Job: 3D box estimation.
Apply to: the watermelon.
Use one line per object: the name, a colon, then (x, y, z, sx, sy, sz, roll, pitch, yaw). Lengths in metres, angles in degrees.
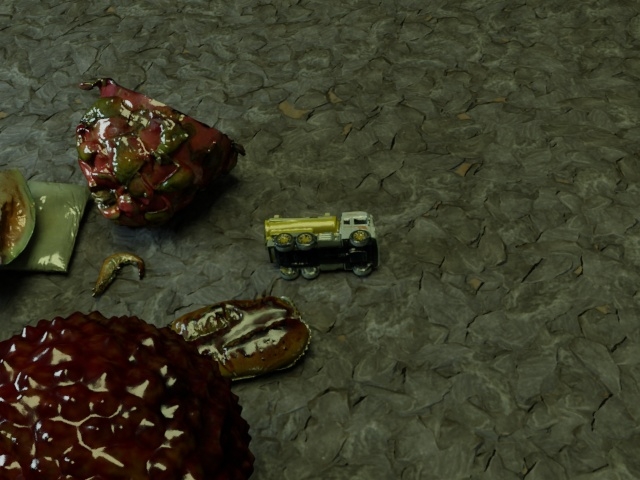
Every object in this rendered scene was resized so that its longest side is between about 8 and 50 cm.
watermelon: (-0.686, 0.013, 1.489, 0.175, 0.188, 0.322, 53, 39, -1)

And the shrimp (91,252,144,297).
shrimp: (-0.400, 0.071, 1.523, 0.091, 0.025, 0.127, 16, 50, 17)

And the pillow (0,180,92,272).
pillow: (-0.567, -0.028, 1.607, 0.148, 0.050, 0.230, -1, 55, 8)

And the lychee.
lychee: (-0.311, 0.297, 1.063, 0.424, 0.425, 0.500, -34, 29, -22)

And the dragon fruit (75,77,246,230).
dragon fruit: (-0.363, -0.150, 1.583, 0.314, 0.296, 0.263, 25, 90, 21)

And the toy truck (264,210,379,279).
toy truck: (0.000, 0.000, 1.498, 0.226, 0.098, 0.114, -3, 43, 5)

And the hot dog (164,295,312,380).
hot dog: (-0.152, 0.172, 1.375, 0.270, 0.082, 0.163, -13, 48, -4)

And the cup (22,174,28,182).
cup: (-0.677, -0.086, 1.666, 0.104, 0.074, 0.116, 38, 54, 4)
